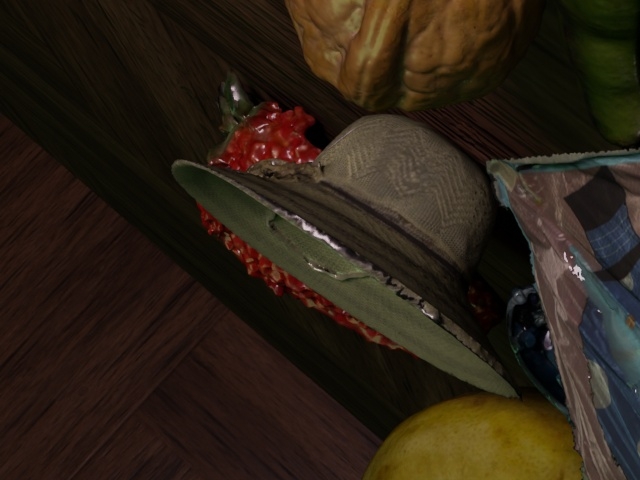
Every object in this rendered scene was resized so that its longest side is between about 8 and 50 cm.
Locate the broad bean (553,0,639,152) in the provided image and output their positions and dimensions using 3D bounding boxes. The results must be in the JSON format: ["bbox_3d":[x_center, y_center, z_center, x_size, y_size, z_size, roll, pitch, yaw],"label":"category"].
[{"bbox_3d":[0.107,-0.082,0.539,0.069,0.039,0.227,62,-179,26],"label":"broad bean"}]

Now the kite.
[{"bbox_3d":[0.163,0.090,0.539,0.368,0.014,0.406,54,149,34],"label":"kite"}]

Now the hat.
[{"bbox_3d":[0.042,-0.016,0.902,0.252,0.110,0.252,33,172,5],"label":"hat"}]

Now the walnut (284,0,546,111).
[{"bbox_3d":[0.037,-0.100,0.582,0.105,0.105,0.124,42,162,5],"label":"walnut"}]

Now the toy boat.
[{"bbox_3d":[0.163,0.078,0.971,0.137,0.060,0.061,51,-172,-15],"label":"toy boat"}]

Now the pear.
[{"bbox_3d":[0.171,0.255,1.097,0.304,0.304,0.304,41,171,8],"label":"pear"}]

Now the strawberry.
[{"bbox_3d":[0.000,0.000,1.158,0.286,0.106,0.188,41,172,9],"label":"strawberry"}]
